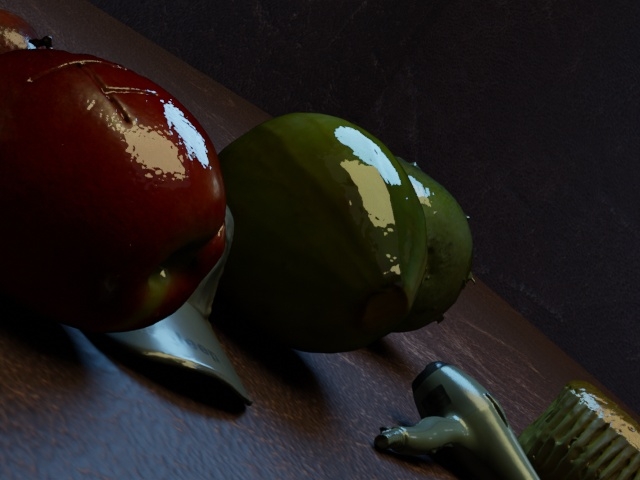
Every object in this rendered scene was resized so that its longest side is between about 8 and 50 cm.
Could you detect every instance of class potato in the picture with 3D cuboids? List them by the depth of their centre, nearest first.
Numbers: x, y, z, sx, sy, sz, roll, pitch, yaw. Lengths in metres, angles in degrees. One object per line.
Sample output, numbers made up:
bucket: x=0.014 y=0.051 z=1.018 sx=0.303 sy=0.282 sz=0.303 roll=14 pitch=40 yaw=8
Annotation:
potato: x=0.036 y=-0.024 z=1.697 sx=0.359 sy=0.219 sz=0.270 roll=35 pitch=-6 yaw=47

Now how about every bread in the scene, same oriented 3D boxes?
bread: x=0.377 y=0.297 z=1.596 sx=0.253 sy=0.142 sz=0.227 roll=40 pitch=0 yaw=29

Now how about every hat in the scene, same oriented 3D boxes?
hat: x=-0.120 y=0.018 z=1.072 sx=0.214 sy=0.149 sz=0.245 roll=30 pitch=0 yaw=-43

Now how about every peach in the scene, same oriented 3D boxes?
peach: x=-0.180 y=-0.043 z=0.920 sx=0.226 sy=0.196 sz=0.190 roll=38 pitch=-13 yaw=19

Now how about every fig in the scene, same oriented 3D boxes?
fig: x=0.000 y=0.000 z=1.274 sx=0.239 sy=0.239 sz=0.271 roll=31 pitch=3 yaw=-37

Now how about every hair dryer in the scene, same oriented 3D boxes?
hair dryer: x=0.165 y=0.236 z=1.308 sx=0.219 sy=0.088 sz=0.225 roll=42 pitch=21 yaw=5

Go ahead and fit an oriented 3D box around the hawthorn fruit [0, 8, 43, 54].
hawthorn fruit: x=-0.332 y=-0.157 z=1.174 sx=0.138 sy=0.132 sz=0.133 roll=20 pitch=11 yaw=-8
